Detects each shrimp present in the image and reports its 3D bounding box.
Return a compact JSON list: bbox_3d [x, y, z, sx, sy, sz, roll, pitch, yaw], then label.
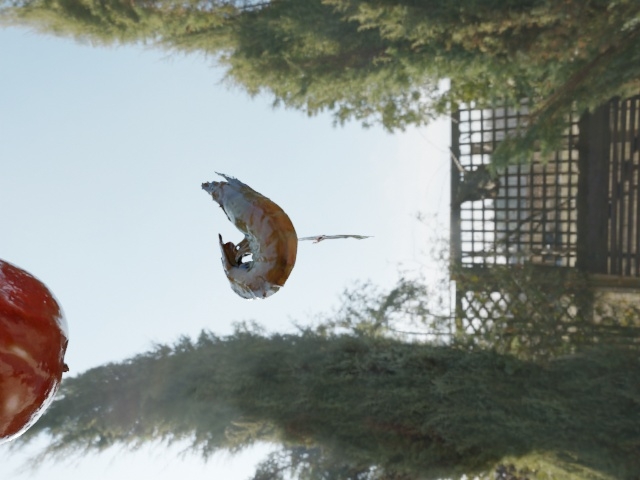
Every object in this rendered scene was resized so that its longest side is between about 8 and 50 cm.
[{"bbox_3d":[-0.115,-0.015,0.764,0.068,0.249,0.150,16,-61,-47],"label":"shrimp"}]

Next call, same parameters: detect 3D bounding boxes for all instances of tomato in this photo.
[{"bbox_3d":[-0.592,0.185,0.872,0.289,0.293,0.325,27,-160,-42],"label":"tomato"}]

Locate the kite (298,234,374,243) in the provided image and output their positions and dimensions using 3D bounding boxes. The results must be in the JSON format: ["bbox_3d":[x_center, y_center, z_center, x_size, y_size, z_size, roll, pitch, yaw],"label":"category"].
[{"bbox_3d":[0.000,0.000,0.843,0.159,0.189,0.010,124,143,-86],"label":"kite"}]
